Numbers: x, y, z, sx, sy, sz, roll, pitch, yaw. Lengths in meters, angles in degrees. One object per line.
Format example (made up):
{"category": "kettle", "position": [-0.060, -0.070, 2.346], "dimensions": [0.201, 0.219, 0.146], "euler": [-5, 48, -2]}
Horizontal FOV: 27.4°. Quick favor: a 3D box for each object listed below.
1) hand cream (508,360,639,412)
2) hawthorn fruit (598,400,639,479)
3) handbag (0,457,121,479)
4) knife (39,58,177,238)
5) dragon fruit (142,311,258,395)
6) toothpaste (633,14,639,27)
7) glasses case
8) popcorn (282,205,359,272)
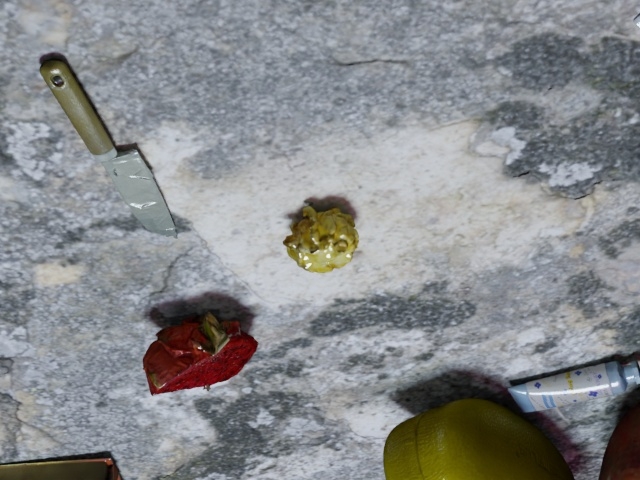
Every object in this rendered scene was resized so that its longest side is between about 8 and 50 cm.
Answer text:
{"category": "hand cream", "position": [0.337, 0.192, 1.730], "dimensions": [0.171, 0.043, 0.065], "euler": [-15, 136, 19]}
{"category": "hawthorn fruit", "position": [0.522, 0.355, 1.765], "dimensions": [0.308, 0.308, 0.324], "euler": [-11, 129, 7]}
{"category": "handbag", "position": [-0.369, 0.358, 1.839], "dimensions": [0.190, 0.062, 0.127], "euler": [-5, 142, 5]}
{"category": "knife", "position": [-0.202, -0.081, 1.323], "dimensions": [0.047, 0.017, 0.298], "euler": [-18, 141, 5]}
{"category": "dragon fruit", "position": [-0.138, 0.120, 1.548], "dimensions": [0.106, 0.083, 0.162], "euler": [-40, 158, 24]}
{"category": "toothpaste", "position": [0.430, -0.120, 1.226], "dimensions": [0.314, 0.056, 0.058], "euler": [43, 86, -4]}
{"category": "glasses case", "position": [0.236, 0.322, 1.775], "dimensions": [0.141, 0.173, 0.371], "euler": [-26, 140, 26]}
{"category": "popcorn", "position": [0.000, 0.000, 1.424], "dimensions": [0.083, 0.057, 0.082], "euler": [1, 149, -15]}
